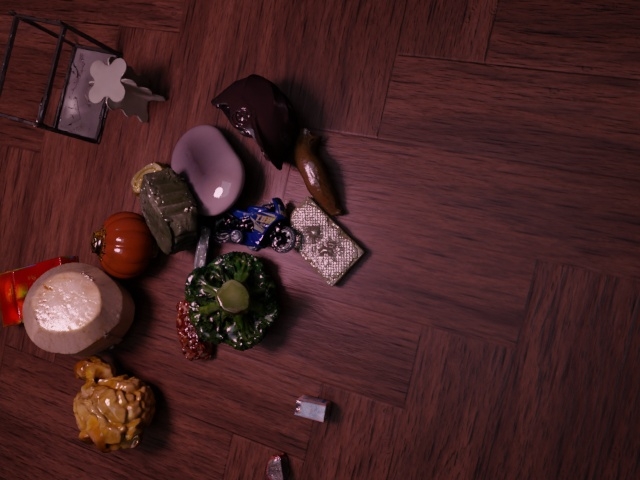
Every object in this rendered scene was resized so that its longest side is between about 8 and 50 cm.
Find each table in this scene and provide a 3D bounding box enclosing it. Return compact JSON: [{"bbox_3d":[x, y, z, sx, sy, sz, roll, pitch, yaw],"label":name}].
[{"bbox_3d":[-0.622,-0.485,1.511,0.167,0.198,0.166,0,89,17],"label":"table"},{"bbox_3d":[-0.881,-0.532,1.552,0.222,0.272,0.335,17,94,16],"label":"table"}]

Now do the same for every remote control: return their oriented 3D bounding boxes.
[{"bbox_3d":[-0.356,-0.223,1.454,0.221,0.103,0.332,-41,64,12],"label":"remote control"}]

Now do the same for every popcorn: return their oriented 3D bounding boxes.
[{"bbox_3d":[-0.678,0.524,1.502,0.332,0.225,0.265,54,128,10],"label":"popcorn"}]

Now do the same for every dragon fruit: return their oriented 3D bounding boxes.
[{"bbox_3d":[-0.131,0.694,1.414,0.060,0.056,0.083,-16,80,14],"label":"dragon fruit"}]

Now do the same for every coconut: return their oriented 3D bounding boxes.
[{"bbox_3d":[-0.768,0.226,1.492,0.323,0.323,0.322,0,89,17],"label":"coconut"}]

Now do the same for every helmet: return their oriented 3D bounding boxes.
[{"bbox_3d":[-0.161,-0.360,1.358,0.177,0.225,0.305,-45,70,-1],"label":"helmet"}]

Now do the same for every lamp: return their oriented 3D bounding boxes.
[{"bbox_3d":[-0.633,0.014,1.507,0.223,0.197,0.223,-13,75,55],"label":"lamp"}]

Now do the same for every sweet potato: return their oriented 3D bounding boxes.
[{"bbox_3d":[-0.005,-0.202,1.372,0.112,0.085,0.285,-22,82,-30],"label":"sweet potato"}]

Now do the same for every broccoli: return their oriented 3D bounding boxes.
[{"bbox_3d":[-0.254,0.163,1.348,0.298,0.297,0.297,3,72,-9],"label":"broccoli"}]

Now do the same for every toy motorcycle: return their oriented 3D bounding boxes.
[{"bbox_3d":[-0.204,-0.057,1.426,0.315,0.113,0.168,9,81,25],"label":"toy motorcycle"}]

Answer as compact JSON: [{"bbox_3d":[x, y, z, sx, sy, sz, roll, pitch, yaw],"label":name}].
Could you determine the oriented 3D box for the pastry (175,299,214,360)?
[{"bbox_3d":[-0.399,0.283,1.485,0.115,0.097,0.208,-1,90,27],"label":"pastry"}]

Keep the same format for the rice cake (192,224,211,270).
[{"bbox_3d":[-0.383,0.062,1.487,0.040,0.085,0.226,8,93,-18],"label":"rice cake"}]

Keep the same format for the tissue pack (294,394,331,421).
[{"bbox_3d":[-0.020,0.497,1.375,0.094,0.074,0.058,7,84,18],"label":"tissue pack"}]

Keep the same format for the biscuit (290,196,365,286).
[{"bbox_3d":[0.000,0.000,1.388,0.150,0.052,0.252,-46,76,11],"label":"biscuit"}]

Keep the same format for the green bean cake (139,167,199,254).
[{"bbox_3d":[-0.459,-0.082,1.418,0.227,0.125,0.222,59,147,13],"label":"green bean cake"}]

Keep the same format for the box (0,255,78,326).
[{"bbox_3d":[-1.013,0.185,1.677,0.313,0.089,0.197,-14,86,17],"label":"box"}]

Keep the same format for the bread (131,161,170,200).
[{"bbox_3d":[-0.562,-0.192,1.558,0.156,0.064,0.117,-22,78,17],"label":"bread"}]
